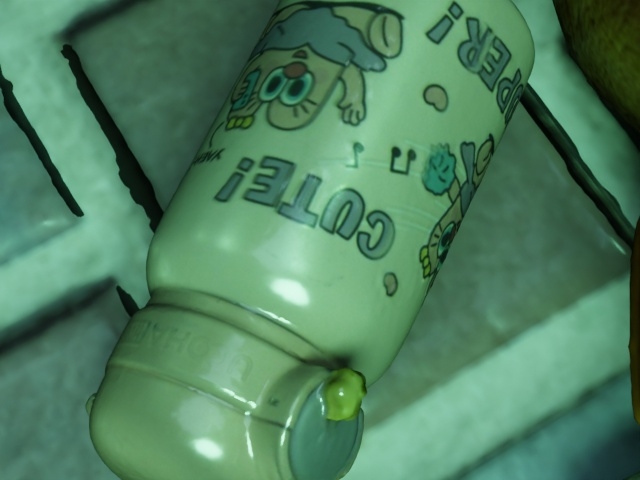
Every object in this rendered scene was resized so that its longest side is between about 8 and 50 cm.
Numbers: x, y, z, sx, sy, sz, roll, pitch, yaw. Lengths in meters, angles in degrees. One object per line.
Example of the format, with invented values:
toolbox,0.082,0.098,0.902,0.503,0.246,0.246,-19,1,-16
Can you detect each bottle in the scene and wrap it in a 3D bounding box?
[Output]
bottle,0.000,0.000,0.515,0.110,0.097,0.209,6,62,41

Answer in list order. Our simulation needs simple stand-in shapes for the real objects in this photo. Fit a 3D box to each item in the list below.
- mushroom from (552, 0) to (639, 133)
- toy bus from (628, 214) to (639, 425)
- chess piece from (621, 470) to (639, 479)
mushroom,0.199,-0.124,0.536,0.253,0.153,0.253,-2,65,4
toy bus,0.302,0.045,0.459,0.408,0.092,0.093,9,62,-6
chess piece,0.120,0.184,0.427,0.133,0.133,0.243,2,59,3
